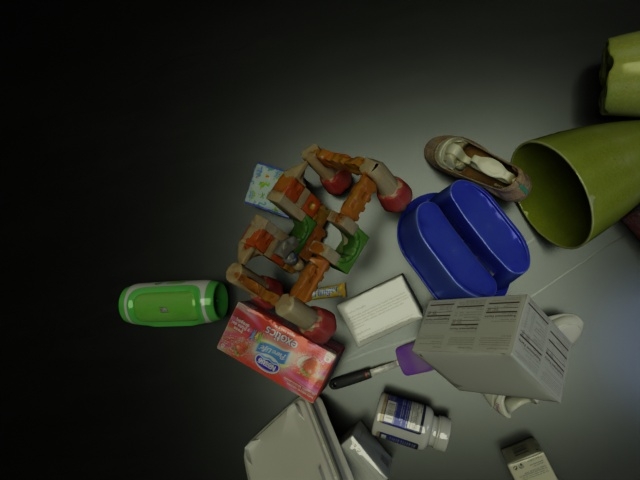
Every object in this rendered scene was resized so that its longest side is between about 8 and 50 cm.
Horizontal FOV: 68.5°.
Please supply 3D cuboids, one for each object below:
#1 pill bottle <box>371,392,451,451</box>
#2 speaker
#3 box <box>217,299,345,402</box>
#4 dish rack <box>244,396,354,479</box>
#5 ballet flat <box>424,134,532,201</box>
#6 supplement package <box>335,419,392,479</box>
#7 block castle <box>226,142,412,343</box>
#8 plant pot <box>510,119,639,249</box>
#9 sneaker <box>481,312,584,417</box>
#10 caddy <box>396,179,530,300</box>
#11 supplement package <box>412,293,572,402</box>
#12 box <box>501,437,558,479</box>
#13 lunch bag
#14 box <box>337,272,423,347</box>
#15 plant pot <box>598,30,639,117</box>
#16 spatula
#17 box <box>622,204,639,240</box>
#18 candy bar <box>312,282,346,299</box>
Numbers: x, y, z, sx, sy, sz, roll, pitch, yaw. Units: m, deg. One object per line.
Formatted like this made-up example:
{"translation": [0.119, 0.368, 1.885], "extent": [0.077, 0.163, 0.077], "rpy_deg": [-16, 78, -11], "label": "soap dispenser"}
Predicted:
{"translation": [0.234, 0.473, 1.211], "extent": [0.186, 0.112, 0.112], "rpy_deg": [14, 89, 13], "label": "pill bottle"}
{"translation": [-0.428, 0.182, 1.374], "extent": [0.296, 0.131, 0.131], "rpy_deg": [-4, 85, 12], "label": "speaker"}
{"translation": [-0.103, 0.290, 1.280], "extent": [0.299, 0.154, 0.142], "rpy_deg": [26, 92, 12], "label": "box"}
{"translation": [-0.079, 0.573, 1.187], "extent": [0.285, 0.072, 0.333], "rpy_deg": [-43, 35, 6], "label": "dish rack"}
{"translation": [0.379, -0.201, 1.177], "extent": [0.316, 0.106, 0.108], "rpy_deg": [33, 99, 36], "label": "ballet flat"}
{"translation": [0.049, 0.616, 1.228], "extent": [0.244, 0.139, 0.134], "rpy_deg": [-44, 77, 8], "label": "supplement package"}
{"translation": [0.000, 0.000, 1.192], "extent": [0.303, 0.213, 0.453], "rpy_deg": [22, 78, 44], "label": "block castle"}
{"translation": [0.659, -0.164, 1.109], "extent": [0.293, 0.275, 0.275], "rpy_deg": [-25, 81, -6], "label": "plant pot"}
{"translation": [0.526, 0.307, 1.133], "extent": [0.114, 0.152, 0.305], "rpy_deg": [39, 102, -22], "label": "sneaker"}
{"translation": [0.350, 0.018, 1.189], "extent": [0.241, 0.179, 0.341], "rpy_deg": [-32, 79, -14], "label": "caddy"}
{"translation": [0.386, 0.244, 1.071], "extent": [0.204, 0.262, 0.145], "rpy_deg": [41, 60, -23], "label": "supplement package"}
{"translation": [0.548, 0.634, 1.130], "extent": [0.094, 0.113, 0.275], "rpy_deg": [-27, 79, 10], "label": "box"}
{"translation": [-0.130, -0.143, 1.346], "extent": [0.151, 0.096, 0.129], "rpy_deg": [19, 90, 4], "label": "lunch bag"}
{"translation": [0.159, 0.175, 1.214], "extent": [0.181, 0.182, 0.119], "rpy_deg": [-27, 82, 10], "label": "box"}
{"translation": [0.799, -0.391, 1.090], "extent": [0.253, 0.276, 0.276], "rpy_deg": [3, 87, 24], "label": "plant pot"}
{"translation": [0.158, 0.352, 1.278], "extent": [0.296, 0.030, 0.084], "rpy_deg": [-21, 81, 11], "label": "spatula"}
{"translation": [0.863, 0.002, 1.098], "extent": [0.128, 0.122, 0.257], "rpy_deg": [-38, 79, 7], "label": "box"}
{"translation": [-0.006, 0.152, 1.336], "extent": [0.161, 0.018, 0.040], "rpy_deg": [-10, 84, 11], "label": "candy bar"}
